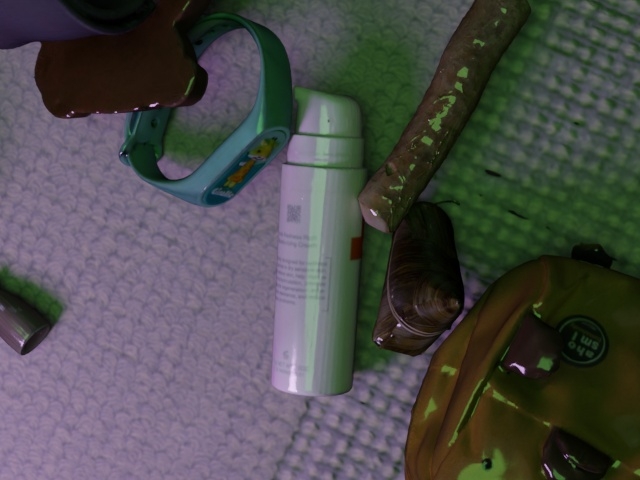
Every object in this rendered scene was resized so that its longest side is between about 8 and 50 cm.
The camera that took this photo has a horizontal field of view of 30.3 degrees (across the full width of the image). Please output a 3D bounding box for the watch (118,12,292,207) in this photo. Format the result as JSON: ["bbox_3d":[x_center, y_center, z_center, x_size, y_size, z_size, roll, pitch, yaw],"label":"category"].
[{"bbox_3d":[-0.133,-0.146,1.350,0.237,0.068,0.195,-45,63,23],"label":"watch"}]

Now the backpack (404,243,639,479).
[{"bbox_3d":[0.272,0.208,1.235,0.353,0.201,0.378,25,77,10],"label":"backpack"}]

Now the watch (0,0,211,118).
[{"bbox_3d":[-0.268,-0.314,1.220,0.314,0.327,0.335,0,85,27],"label":"watch"}]

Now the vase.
[{"bbox_3d":[-0.388,0.091,1.464,0.101,0.053,0.053,41,101,10],"label":"vase"}]

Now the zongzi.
[{"bbox_3d":[0.125,0.016,1.270,0.084,0.184,0.187,14,65,-11],"label":"zongzi"}]

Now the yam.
[{"bbox_3d":[0.134,-0.143,1.304,0.066,0.066,0.299,30,88,7],"label":"yam"}]

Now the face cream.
[{"bbox_3d":[0.000,0.000,1.352,0.102,0.102,0.345,6,97,11],"label":"face cream"}]
